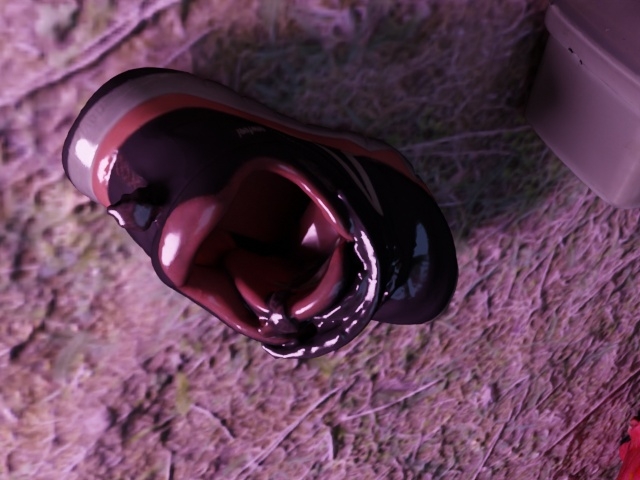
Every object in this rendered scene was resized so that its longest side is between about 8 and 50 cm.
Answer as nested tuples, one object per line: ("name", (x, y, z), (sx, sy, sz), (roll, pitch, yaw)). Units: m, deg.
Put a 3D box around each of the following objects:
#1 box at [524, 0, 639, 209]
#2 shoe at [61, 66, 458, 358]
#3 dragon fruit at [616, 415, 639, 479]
("box", (0.254, -0.112, 0.540), (0.210, 0.148, 0.129), (-10, 136, -22))
("shoe", (0.000, 0.000, 0.473), (0.291, 0.137, 0.114), (20, 112, -41))
("dragon fruit", (0.474, 0.283, 0.896), (0.370, 0.249, 0.386), (-8, 146, 8))
